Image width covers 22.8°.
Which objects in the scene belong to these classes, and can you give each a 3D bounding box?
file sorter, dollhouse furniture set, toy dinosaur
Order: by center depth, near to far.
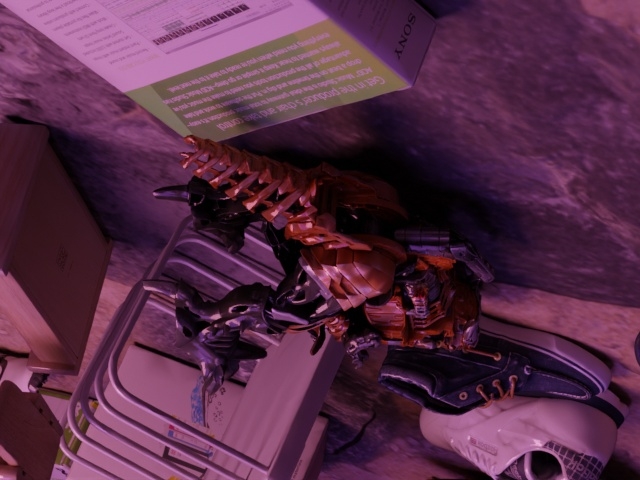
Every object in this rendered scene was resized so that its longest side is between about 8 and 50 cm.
[{"bbox_3d":[0.000,0.000,1.157,0.218,0.164,0.322,-9,130,30],"label":"toy dinosaur"},{"bbox_3d":[-0.370,0.045,1.355,0.303,0.286,0.198,4,151,14],"label":"dollhouse furniture set"},{"bbox_3d":[-0.107,0.118,1.400,0.173,0.193,0.278,29,155,-8],"label":"file sorter"}]

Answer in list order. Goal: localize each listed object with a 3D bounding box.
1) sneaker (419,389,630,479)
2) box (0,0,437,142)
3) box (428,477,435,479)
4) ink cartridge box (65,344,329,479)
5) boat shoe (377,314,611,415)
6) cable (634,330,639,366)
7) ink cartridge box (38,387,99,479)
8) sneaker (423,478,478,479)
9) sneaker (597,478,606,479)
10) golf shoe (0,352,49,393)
[{"bbox_3d":[0.162,0.174,1.399,0.090,0.094,0.235,34,155,-27],"label":"sneaker"},{"bbox_3d":[-0.118,-0.180,0.953,0.322,0.058,0.232,38,152,-28],"label":"box"},{"bbox_3d":[0.213,0.399,1.755,0.300,0.154,0.142,25,156,-3],"label":"box"},{"bbox_3d":[-0.130,0.249,1.716,0.233,0.168,0.171,20,157,7],"label":"ink cartridge box"},{"bbox_3d":[0.140,0.112,1.300,0.183,0.083,0.065,19,156,9],"label":"boat shoe"},{"bbox_3d":[0.324,0.091,1.156,0.184,0.047,0.150,0,143,46],"label":"cable"},{"bbox_3d":[-0.258,0.278,1.977,0.255,0.097,0.189,9,153,30],"label":"ink cartridge box"},{"bbox_3d":[0.198,0.280,1.617,0.234,0.078,0.106,15,151,9],"label":"sneaker"},{"bbox_3d":[0.076,0.279,1.508,0.448,0.169,0.257,-8,-165,-22],"label":"sneaker"},{"bbox_3d":[-0.391,0.164,1.881,0.094,0.077,0.198,35,152,-25],"label":"golf shoe"}]
